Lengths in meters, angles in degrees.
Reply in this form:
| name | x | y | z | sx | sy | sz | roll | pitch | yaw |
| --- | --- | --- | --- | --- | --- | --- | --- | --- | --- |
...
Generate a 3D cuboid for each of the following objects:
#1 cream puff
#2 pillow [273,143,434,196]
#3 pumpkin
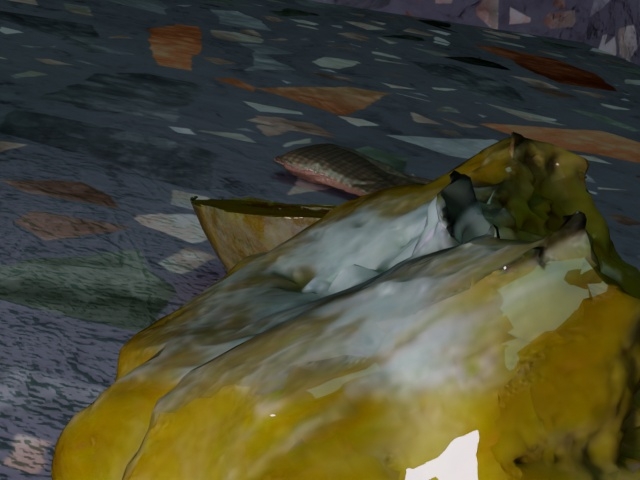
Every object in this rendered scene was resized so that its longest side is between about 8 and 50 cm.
| name | x | y | z | sx | sy | sz | roll | pitch | yaw |
| --- | --- | --- | --- | --- | --- | --- | --- | --- | --- |
| cream puff | 0.044 | 0.121 | 0.545 | 0.274 | 0.269 | 0.323 | -20 | 9 | 16 |
| pillow | 0.062 | -0.067 | 1.436 | 0.211 | 0.034 | 0.135 | 20 | 17 | 21 |
| pumpkin | 0.004 | 0.017 | 1.030 | 0.217 | 0.110 | 0.217 | 0 | 11 | 0 |
